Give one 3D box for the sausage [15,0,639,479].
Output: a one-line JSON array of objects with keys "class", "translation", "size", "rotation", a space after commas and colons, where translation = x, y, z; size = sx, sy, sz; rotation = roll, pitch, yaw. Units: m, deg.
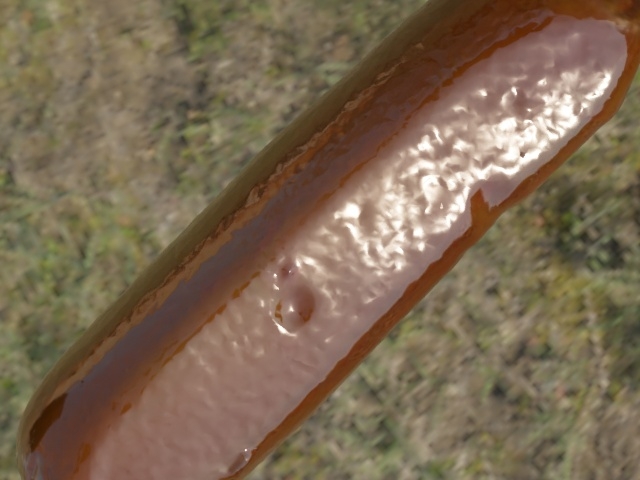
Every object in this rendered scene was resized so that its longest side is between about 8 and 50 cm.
[{"class": "sausage", "translation": [0.000, 0.000, 0.803], "size": [0.348, 0.097, 0.094], "rotation": [-46, 119, 3]}]
